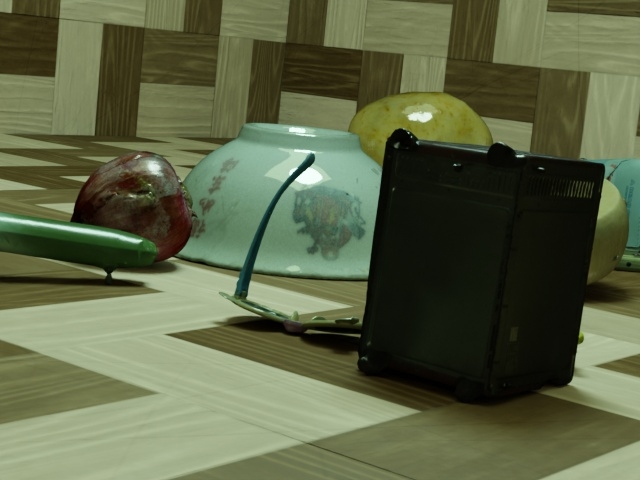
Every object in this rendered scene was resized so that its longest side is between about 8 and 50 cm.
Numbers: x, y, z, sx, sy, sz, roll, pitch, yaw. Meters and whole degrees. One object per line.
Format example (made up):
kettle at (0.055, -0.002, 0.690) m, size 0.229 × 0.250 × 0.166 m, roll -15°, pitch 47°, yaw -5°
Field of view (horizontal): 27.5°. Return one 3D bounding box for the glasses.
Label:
glasses at (0.012, 0.014, 1.495) m, size 0.190 × 0.220 × 0.088 m, roll 9°, pitch -30°, yaw 31°

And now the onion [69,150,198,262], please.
onion at (-0.270, -0.032, 1.777) m, size 0.195 × 0.159 × 0.159 m, roll -23°, pitch 12°, yaw -5°

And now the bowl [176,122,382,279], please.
bowl at (-0.040, -0.075, 2.002) m, size 0.435 × 0.196 × 0.435 m, roll 5°, pitch 8°, yaw -1°

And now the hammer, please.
hammer at (-0.363, 0.001, 1.598) m, size 0.336 × 0.118 × 0.206 m, roll 10°, pitch 6°, yaw -22°

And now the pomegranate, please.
pomegranate at (0.180, -0.147, 2.444) m, size 0.307 × 0.307 × 0.307 m, roll 6°, pitch 8°, yaw -1°

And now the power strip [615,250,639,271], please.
power strip at (0.555, 0.037, 2.226) m, size 0.169 × 0.028 × 0.076 m, roll 5°, pitch 9°, yaw -5°

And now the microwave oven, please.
microwave oven at (0.152, 0.021, 1.316) m, size 0.188 × 0.247 × 0.178 m, roll 13°, pitch 8°, yaw 35°

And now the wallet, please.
wallet at (0.538, -0.063, 2.367) m, size 0.075 × 0.176 × 0.250 m, roll 7°, pitch 0°, yaw -24°

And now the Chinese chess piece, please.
Chinese chess piece at (0.323, -0.019, 1.944) m, size 0.273 × 0.102 × 0.273 m, roll -6°, pitch 25°, yaw 3°

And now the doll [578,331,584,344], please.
doll at (0.209, 0.086, 1.463) m, size 0.129 × 0.081 × 0.207 m, roll -25°, pitch 28°, yaw -36°
